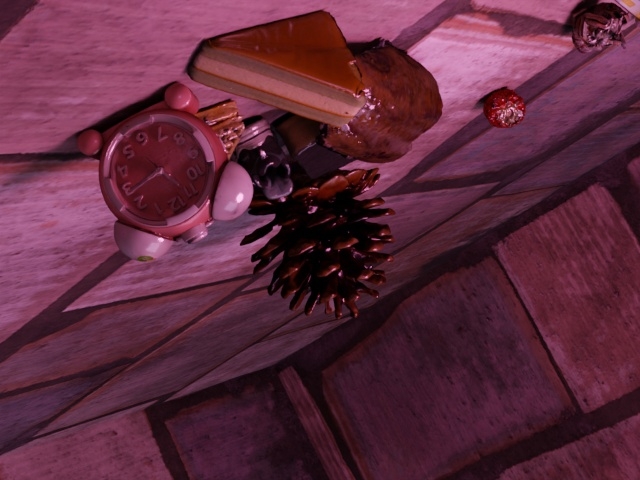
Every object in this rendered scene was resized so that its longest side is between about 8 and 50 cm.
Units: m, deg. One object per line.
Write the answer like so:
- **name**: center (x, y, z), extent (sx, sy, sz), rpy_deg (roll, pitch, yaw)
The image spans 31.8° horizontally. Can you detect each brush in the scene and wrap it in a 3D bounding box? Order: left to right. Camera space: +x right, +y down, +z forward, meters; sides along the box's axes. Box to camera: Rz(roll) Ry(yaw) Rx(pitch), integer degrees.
- **brush**: center (0.014, -0.149, 1.593), extent (0.123, 0.059, 0.197), rpy_deg (-27, 168, 5)

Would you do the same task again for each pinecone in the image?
- **pinecone**: center (0.000, 0.002, 1.768), extent (0.264, 0.264, 0.264), rpy_deg (-26, 169, -5)

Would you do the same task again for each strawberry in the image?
- **strawberry**: center (0.313, -0.231, 1.945), extent (0.073, 0.073, 0.083), rpy_deg (-27, -155, -1)

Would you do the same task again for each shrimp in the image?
- **shrimp**: center (0.424, -0.322, 1.695), extent (0.074, 0.073, 0.190), rpy_deg (-3, 180, -12)

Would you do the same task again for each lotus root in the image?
- **lotus root**: center (0.091, -0.167, 1.457), extent (0.167, 0.078, 0.329), rpy_deg (-67, 162, 12)

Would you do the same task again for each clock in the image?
- **clock**: center (-0.170, -0.070, 1.257), extent (0.166, 0.162, 0.093), rpy_deg (-27, 172, 2)

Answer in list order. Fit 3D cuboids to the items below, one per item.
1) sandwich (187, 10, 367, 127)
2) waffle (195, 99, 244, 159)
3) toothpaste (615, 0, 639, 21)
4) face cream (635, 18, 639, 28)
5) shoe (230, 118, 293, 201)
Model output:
- **sandwich**: center (-0.044, -0.170, 1.216), extent (0.163, 0.113, 0.079), rpy_deg (-20, 167, -32)
- **waffle**: center (-0.155, -0.114, 1.398), extent (0.102, 0.042, 0.148), rpy_deg (-22, 168, -24)
- **toothpaste**: center (0.413, -0.361, 1.492), extent (0.071, 0.089, 0.313), rpy_deg (-26, 171, 24)
- **face cream**: center (0.541, -0.381, 1.841), extent (0.034, 0.034, 0.130), rpy_deg (-28, 169, 4)
- **shoe**: center (-0.073, -0.098, 1.517), extent (0.071, 0.099, 0.169), rpy_deg (-29, 170, -3)
